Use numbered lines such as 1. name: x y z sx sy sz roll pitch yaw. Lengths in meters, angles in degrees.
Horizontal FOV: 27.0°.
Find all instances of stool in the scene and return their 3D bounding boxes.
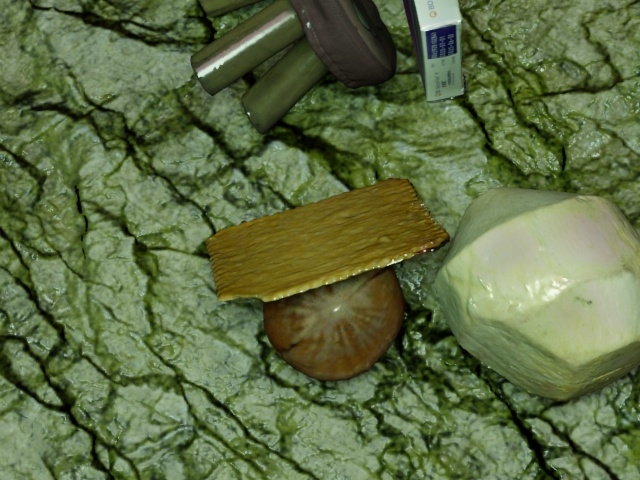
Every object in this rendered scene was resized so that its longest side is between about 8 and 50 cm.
1. stool: -0.050 -0.259 1.436 0.178 0.272 0.272 -27 73 11

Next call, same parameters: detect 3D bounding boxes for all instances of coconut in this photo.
1. coconut: 0.229 0.040 1.343 0.197 0.237 0.237 -40 72 27

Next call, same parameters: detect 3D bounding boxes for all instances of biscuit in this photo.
1. biscuit: 0.000 0.000 1.379 0.237 0.232 0.013 -18 112 -2

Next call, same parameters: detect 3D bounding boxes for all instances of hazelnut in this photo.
1. hazelnut: 0.012 0.069 1.378 0.150 0.150 0.150 -1 73 3

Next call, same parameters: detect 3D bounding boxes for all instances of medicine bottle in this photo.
1. medicine bottle: 0.118 -0.263 1.445 0.052 0.201 0.171 -14 74 3
